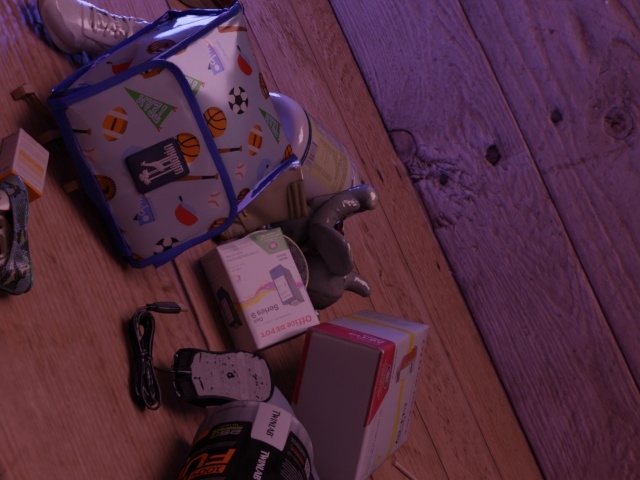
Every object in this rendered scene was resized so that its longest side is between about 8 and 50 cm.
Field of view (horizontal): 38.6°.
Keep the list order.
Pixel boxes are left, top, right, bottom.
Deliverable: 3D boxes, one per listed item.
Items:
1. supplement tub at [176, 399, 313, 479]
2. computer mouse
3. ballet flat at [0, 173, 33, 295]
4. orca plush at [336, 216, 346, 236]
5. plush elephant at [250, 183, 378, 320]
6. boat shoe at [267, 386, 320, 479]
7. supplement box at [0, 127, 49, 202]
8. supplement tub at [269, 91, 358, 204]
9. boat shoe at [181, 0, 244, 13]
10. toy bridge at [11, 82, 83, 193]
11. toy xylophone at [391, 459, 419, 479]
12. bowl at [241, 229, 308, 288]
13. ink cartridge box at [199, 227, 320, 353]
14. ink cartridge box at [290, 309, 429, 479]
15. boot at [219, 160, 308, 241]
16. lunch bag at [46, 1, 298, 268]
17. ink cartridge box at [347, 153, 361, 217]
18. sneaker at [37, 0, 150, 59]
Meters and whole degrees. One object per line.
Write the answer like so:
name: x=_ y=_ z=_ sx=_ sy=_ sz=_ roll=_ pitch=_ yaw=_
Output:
supplement tub: x=-0.122 y=0.391 z=1.316 sx=0.193 sy=0.194 sz=0.316 roll=58 pitch=19 yaw=-18
computer mouse: x=-0.202 y=0.191 z=1.491 sx=0.262 sy=0.060 sz=0.184 roll=5 pitch=60 yaw=-38
ballet flat: x=-0.426 y=-0.016 z=1.228 sx=0.070 sy=0.070 sz=0.188 roll=36 pitch=31 yaw=-55
orca plush: x=0.000 y=0.000 z=2.371 sx=0.151 sy=0.102 sz=0.287 roll=111 pitch=-11 yaw=-48
plush elephant: x=0.004 y=0.045 z=2.003 sx=0.330 sy=0.272 sz=0.255 roll=0 pitch=50 yaw=-42
boat shoe: x=-0.071 y=0.396 z=1.590 sx=0.113 sy=0.105 sz=0.306 roll=-68 pitch=137 yaw=-71
supplement box: x=-0.438 y=-0.108 z=1.344 sx=0.062 sy=0.036 sz=0.098 roll=48 pitch=25 yaw=-40
supplement tub: x=-0.069 y=-0.173 z=2.110 sx=0.325 sy=0.235 sz=0.235 roll=35 pitch=34 yaw=-56
boat shoe: x=-0.266 y=-0.648 z=2.360 sx=0.342 sy=0.123 sz=0.123 roll=14 pitch=53 yaw=-66
toy bridge: x=-0.428 y=-0.167 z=1.463 sx=0.188 sy=0.026 sz=0.063 roll=63 pitch=16 yaw=-5
toy xylophone: x=0.125 y=0.555 z=1.761 sx=0.323 sy=0.236 sz=0.081 roll=39 pitch=1 yaw=-46
bowl: x=-0.117 y=0.070 z=1.871 sx=0.170 sy=0.080 sz=0.170 roll=8 pitch=70 yaw=-24
ink cartridge box: x=-0.117 y=0.100 z=1.758 sx=0.154 sy=0.093 sz=0.212 roll=-17 pitch=83 yaw=-34
ink cartridge box: x=0.081 y=0.303 z=1.839 sx=0.385 sy=0.160 sz=0.279 roll=-5 pitch=107 yaw=-71
boot: x=-0.142 y=-0.147 z=1.860 sx=0.095 sy=0.203 sz=0.262 roll=-132 pitch=-153 yaw=-81
lunch bag: x=-0.249 y=-0.181 z=1.553 sx=0.385 sy=0.239 sz=0.327 roll=-45 pitch=124 yaw=-41
ink cartridge box: x=0.033 y=-0.161 z=2.539 sx=0.128 sy=0.127 sz=0.176 roll=42 pitch=29 yaw=-48
sneaker: x=-0.382 y=-0.384 z=1.664 sx=0.305 sy=0.152 sz=0.114 roll=30 pitch=47 yaw=-58
